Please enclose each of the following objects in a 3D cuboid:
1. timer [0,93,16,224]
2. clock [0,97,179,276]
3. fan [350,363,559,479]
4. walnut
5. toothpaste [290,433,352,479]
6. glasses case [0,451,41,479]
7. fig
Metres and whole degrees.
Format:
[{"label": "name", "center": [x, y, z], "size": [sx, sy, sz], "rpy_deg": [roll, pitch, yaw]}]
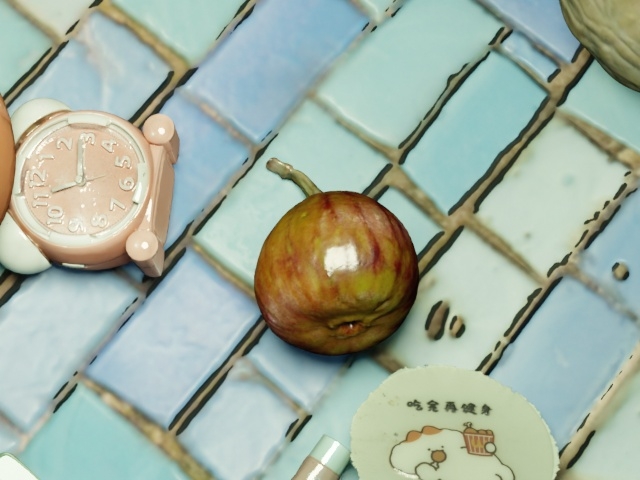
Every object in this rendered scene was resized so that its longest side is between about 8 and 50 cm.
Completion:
[{"label": "timer", "center": [-0.377, -0.078, 1.435], "size": [0.229, 0.229, 0.215], "rpy_deg": [-12, 69, -11]}, {"label": "clock", "center": [-0.216, -0.044, 1.528], "size": [0.162, 0.093, 0.166], "rpy_deg": [6, 75, 3]}, {"label": "fan", "center": [0.118, 0.235, 1.458], "size": [0.190, 0.009, 0.329], "rpy_deg": [5, 47, -2]}, {"label": "walnut", "center": [0.327, -0.244, 1.595], "size": [0.224, 0.224, 0.224], "rpy_deg": [2, 76, -7]}, {"label": "toothpaste", "center": [-0.042, 0.266, 1.496], "size": [0.056, 0.036, 0.205], "rpy_deg": [33, 77, 16]}, {"label": "glasses case", "center": [-0.309, 0.274, 1.453], "size": [0.078, 0.039, 0.184], "rpy_deg": [42, 74, 4]}, {"label": "fig", "center": [0.016, 0.022, 1.519], "size": [0.148, 0.202, 0.149], "rpy_deg": [-2, 113, 7]}]
